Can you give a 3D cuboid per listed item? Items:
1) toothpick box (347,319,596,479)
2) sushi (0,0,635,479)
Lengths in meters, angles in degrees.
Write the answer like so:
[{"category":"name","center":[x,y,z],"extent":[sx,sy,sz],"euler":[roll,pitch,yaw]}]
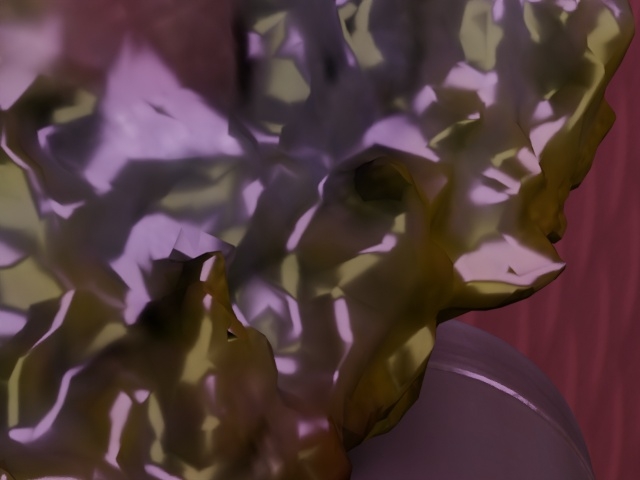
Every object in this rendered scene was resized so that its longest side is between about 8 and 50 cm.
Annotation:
[{"category":"toothpick box","center":[0.019,0.096,0.452],"extent":[0.111,0.181,0.111],"euler":[1,108,2]},{"category":"sushi","center":[-0.157,-0.062,0.384],"extent":[0.396,0.240,0.351],"euler":[-36,108,-37]}]
